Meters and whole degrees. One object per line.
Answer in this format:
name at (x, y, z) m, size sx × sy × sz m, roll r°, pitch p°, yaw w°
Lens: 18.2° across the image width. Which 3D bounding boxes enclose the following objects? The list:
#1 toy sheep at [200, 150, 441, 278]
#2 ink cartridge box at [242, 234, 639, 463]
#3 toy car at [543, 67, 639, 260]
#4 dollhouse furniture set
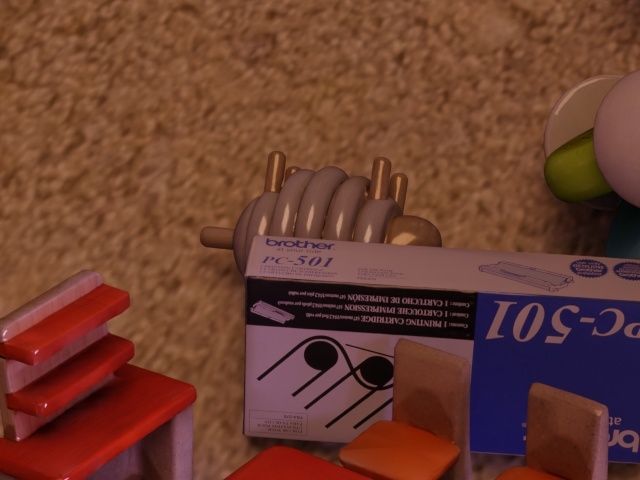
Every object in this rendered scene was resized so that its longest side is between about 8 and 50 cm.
toy sheep at (0.000, 0.000, 1.059) m, size 0.132 × 0.091 × 0.091 m, roll 3°, pitch 53°, yaw 21°
ink cartridge box at (0.065, 0.055, 1.006) m, size 0.207 × 0.097 × 0.046 m, roll 4°, pitch 29°, yaw 3°
toy car at (0.213, -0.037, 1.062) m, size 0.182 × 0.159 × 0.136 m, roll -20°, pitch 95°, yaw -9°
dollhouse furniture set at (-0.028, 0.118, 0.893) m, size 0.259 × 0.135 × 0.262 m, roll 17°, pitch 33°, yaw 32°
